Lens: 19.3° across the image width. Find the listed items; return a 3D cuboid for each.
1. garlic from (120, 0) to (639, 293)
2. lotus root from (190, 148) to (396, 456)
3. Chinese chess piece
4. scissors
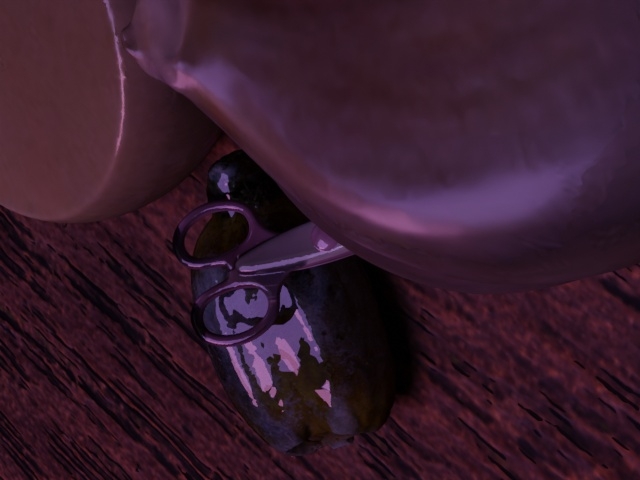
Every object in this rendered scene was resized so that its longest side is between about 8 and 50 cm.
[{"bbox_3d":[0.117,-0.103,0.832,0.340,0.231,0.246,-35,71,15],"label":"garlic"},{"bbox_3d":[-0.021,0.037,1.127,0.113,0.088,0.192,-16,100,29],"label":"lotus root"},{"bbox_3d":[-0.167,-0.142,1.175,0.273,0.102,0.273,24,127,37],"label":"Chinese chess piece"},{"bbox_3d":[0.000,0.000,1.062,0.176,0.022,0.085,-19,76,17],"label":"scissors"}]
